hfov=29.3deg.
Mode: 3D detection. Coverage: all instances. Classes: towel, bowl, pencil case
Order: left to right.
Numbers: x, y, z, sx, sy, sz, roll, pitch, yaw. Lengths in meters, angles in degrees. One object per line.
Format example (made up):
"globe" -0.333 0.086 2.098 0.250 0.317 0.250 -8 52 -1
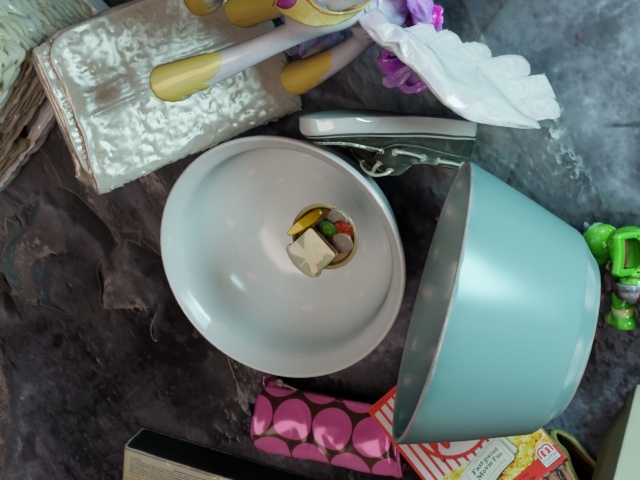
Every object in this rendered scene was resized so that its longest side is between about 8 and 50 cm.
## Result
"towel" -0.168 -0.183 1.376 0.049 0.282 0.187 17 128 65
"bowl" -0.027 0.002 1.438 0.297 0.134 0.298 7 112 18
"pencil case" 0.016 0.234 1.545 0.209 0.095 0.098 9 87 16
"bowl" 0.192 0.084 1.307 0.163 0.311 0.312 14 116 -2

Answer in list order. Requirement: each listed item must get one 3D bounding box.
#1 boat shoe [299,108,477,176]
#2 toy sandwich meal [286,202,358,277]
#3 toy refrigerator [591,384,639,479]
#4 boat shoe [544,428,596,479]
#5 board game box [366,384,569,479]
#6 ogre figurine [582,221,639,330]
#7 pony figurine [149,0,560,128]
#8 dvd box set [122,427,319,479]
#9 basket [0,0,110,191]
"boat shoe" 0.076 -0.103 1.321 0.077 0.219 0.070 23 110 59
"toy sandwich meal" 0.000 0.000 1.334 0.085 0.029 0.086 7 113 18
"toy refrigerator" 0.350 0.274 1.323 0.102 0.269 0.094 29 119 8
"boat shoe" 0.349 0.354 1.447 0.307 0.111 0.104 42 120 1
"board game box" 0.172 0.227 1.436 0.147 0.045 0.193 -42 70 4
"ogre figurine" 0.350 0.040 1.324 0.197 0.096 0.118 21 122 64
"pony figurine" 0.054 -0.235 1.214 0.363 0.351 0.303 -13 87 45
"dvd box set" -0.138 0.492 1.722 0.307 0.062 0.421 13 115 16
"basket" -0.482 -0.228 1.451 0.331 0.266 0.328 43 119 -1
